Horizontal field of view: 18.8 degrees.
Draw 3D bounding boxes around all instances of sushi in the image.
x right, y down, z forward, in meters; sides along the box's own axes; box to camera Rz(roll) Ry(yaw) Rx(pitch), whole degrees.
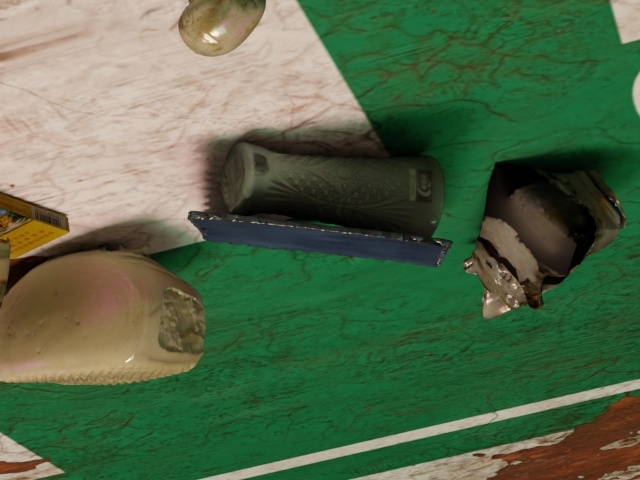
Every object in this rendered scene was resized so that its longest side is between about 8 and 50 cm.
[{"bbox_3d":[0.254,0.004,2.176,0.109,0.134,0.273,-31,158,-23],"label":"sushi"}]

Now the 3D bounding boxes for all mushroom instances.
[{"bbox_3d":[-0.085,-0.194,1.624,0.083,0.067,0.083,-44,172,-7],"label":"mushroom"}]

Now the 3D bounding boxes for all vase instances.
[{"bbox_3d":[0.010,-0.052,1.971,0.219,0.096,0.096,6,153,-26],"label":"vase"}]

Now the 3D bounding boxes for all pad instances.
[{"bbox_3d":[0.000,0.000,2.009,0.269,0.012,0.269,6,175,0],"label":"pad"}]

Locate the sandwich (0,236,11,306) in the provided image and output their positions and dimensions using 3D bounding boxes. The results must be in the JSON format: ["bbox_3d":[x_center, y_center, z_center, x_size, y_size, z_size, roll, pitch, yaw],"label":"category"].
[{"bbox_3d":[-0.382,0.037,1.986,0.163,0.079,0.113,3,169,10],"label":"sandwich"}]

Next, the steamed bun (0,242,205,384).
[{"bbox_3d":[-0.248,0.081,2.120,0.239,0.152,0.170,-6,169,33],"label":"steamed bun"}]

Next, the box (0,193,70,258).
[{"bbox_3d":[-0.343,-0.020,1.991,0.087,0.023,0.155,-21,154,32],"label":"box"}]
